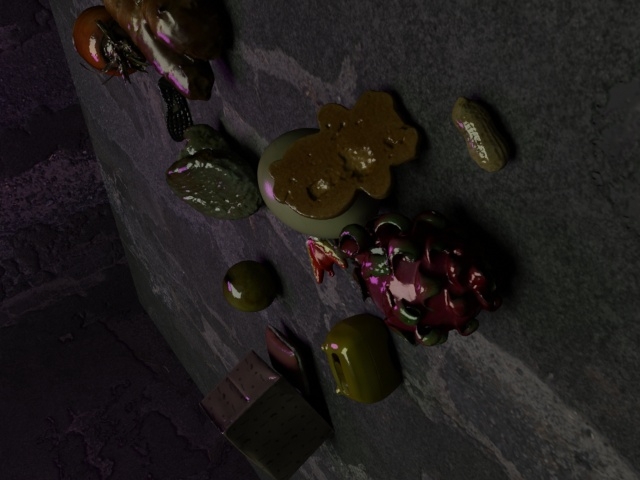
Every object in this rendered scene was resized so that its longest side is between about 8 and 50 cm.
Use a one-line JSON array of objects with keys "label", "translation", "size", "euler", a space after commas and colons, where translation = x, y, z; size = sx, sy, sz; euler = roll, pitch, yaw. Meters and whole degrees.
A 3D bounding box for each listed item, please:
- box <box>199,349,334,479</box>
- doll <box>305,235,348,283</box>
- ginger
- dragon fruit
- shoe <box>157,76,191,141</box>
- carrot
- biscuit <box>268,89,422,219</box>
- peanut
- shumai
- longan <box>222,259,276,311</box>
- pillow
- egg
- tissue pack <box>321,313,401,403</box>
[{"label": "box", "translation": [-0.154, 0.508, 1.833], "size": [0.190, 0.225, 0.297], "euler": [28, 159, 55]}, {"label": "doll", "translation": [0.000, 0.000, 1.377], "size": [0.109, 0.057, 0.169], "euler": [-34, 66, 48]}, {"label": "ginger", "translation": [-0.358, -0.534, 1.451], "size": [0.418, 0.176, 0.254], "euler": [53, 145, 20]}, {"label": "dragon fruit", "translation": [0.147, 0.039, 0.986], "size": [0.273, 0.198, 0.218], "euler": [52, -163, 26]}, {"label": "shoe", "translation": [-0.426, -0.385, 1.842], "size": [0.077, 0.074, 0.194], "euler": [-136, 33, -59]}, {"label": "carrot", "translation": [-0.608, -0.578, 1.851], "size": [0.331, 0.214, 0.193], "euler": [31, 140, 45]}, {"label": "biscuit", "translation": [0.035, -0.127, 1.009], "size": [0.184, 0.249, 0.035], "euler": [55, -172, 16]}, {"label": "peanut", "translation": [0.211, -0.141, 0.843], "size": [0.113, 0.054, 0.054], "euler": [63, 155, 10]}, {"label": "shumai", "translation": [-0.245, -0.189, 1.622], "size": [0.272, 0.203, 0.222], "euler": [23, 148, 4]}, {"label": "longan", "translation": [-0.192, 0.132, 1.778], "size": [0.176, 0.145, 0.154], "euler": [34, -150, -45]}, {"label": "pillow", "translation": [-0.089, 0.341, 1.827], "size": [0.179, 0.075, 0.171], "euler": [29, 138, 52]}, {"label": "egg", "translation": [-0.003, -0.100, 1.130], "size": [0.242, 0.186, 0.186], "euler": [33, 142, 30]}, {"label": "tissue pack", "translation": [0.085, 0.257, 1.356], "size": [0.123, 0.127, 0.178], "euler": [9, 122, 58]}]
